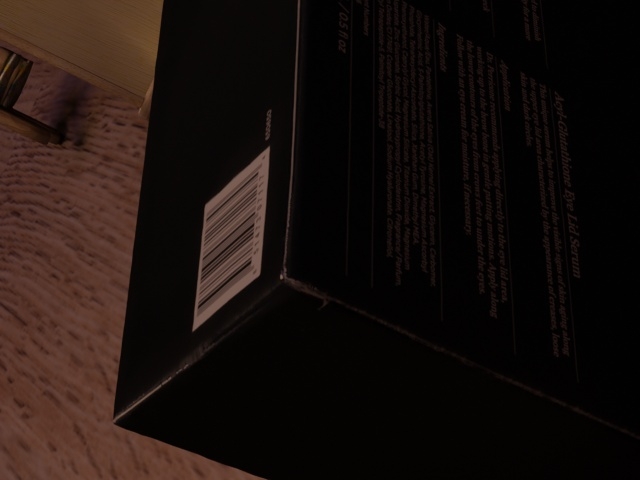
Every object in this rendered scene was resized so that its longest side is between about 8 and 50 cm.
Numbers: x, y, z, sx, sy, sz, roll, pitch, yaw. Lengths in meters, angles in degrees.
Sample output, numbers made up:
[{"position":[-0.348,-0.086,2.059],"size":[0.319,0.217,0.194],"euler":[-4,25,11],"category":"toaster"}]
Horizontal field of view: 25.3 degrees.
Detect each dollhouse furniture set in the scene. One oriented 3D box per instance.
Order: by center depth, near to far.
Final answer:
[{"position":[-0.174,-0.171,1.086],"size":[0.212,0.161,0.242],"euler":[-64,6,2],"category":"dollhouse furniture set"}]

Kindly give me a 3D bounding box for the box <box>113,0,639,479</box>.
[{"position":[0.040,-0.037,0.507],"size":[0.103,0.184,0.261],"euler":[-41,36,42],"category":"box"}]
